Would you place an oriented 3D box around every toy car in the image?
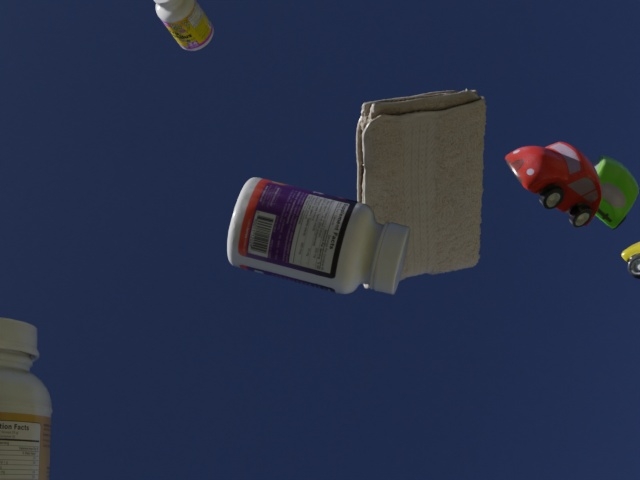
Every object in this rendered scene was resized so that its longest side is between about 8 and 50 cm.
[{"bbox_3d":[0.274,-0.036,1.063,0.239,0.225,0.053,40,-70,-7],"label":"toy car"}]

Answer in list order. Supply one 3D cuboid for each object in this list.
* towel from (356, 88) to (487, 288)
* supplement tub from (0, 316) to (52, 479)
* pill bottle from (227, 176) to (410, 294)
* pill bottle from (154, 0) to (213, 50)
[{"bbox_3d":[0.144,-0.072,1.601,0.187,0.049,0.282,-11,-63,-15],"label":"towel"},{"bbox_3d":[-0.378,0.238,1.092,0.228,0.228,0.316,11,-107,-41],"label":"supplement tub"},{"bbox_3d":[0.000,0.000,1.295,0.108,0.193,0.108,14,-90,-82],"label":"pill bottle"},{"bbox_3d":[-0.149,-0.243,1.218,0.043,0.043,0.083,-62,-28,-15],"label":"pill bottle"}]
